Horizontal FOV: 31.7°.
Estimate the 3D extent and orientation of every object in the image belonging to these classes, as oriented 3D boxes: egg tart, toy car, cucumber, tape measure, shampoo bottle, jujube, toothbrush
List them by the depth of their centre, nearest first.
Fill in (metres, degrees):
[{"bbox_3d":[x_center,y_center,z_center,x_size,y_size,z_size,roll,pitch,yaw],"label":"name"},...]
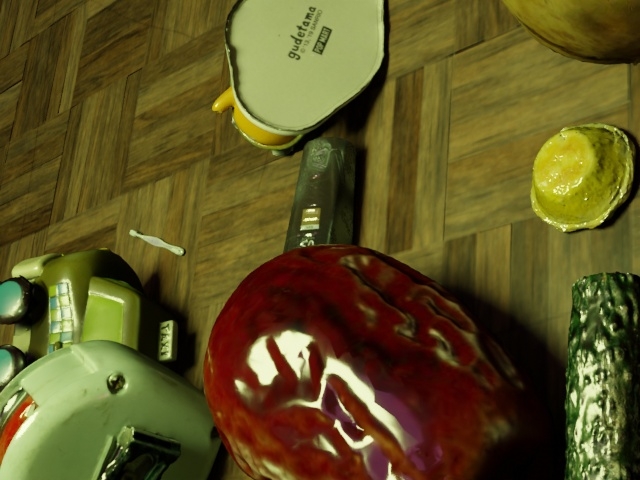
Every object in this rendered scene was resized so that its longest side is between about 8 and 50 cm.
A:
[{"bbox_3d":[0.206,0.169,0.804,0.067,0.067,0.294,-14,63,46],"label":"cucumber"},{"bbox_3d":[0.039,0.131,0.922,0.318,0.223,0.223,28,95,45],"label":"jujube"},{"bbox_3d":[0.210,-0.057,0.930,0.105,0.039,0.105,-26,52,39],"label":"egg tart"},{"bbox_3d":[0.001,0.000,1.139,0.057,0.063,0.208,-10,63,37],"label":"shampoo bottle"},{"bbox_3d":[-0.232,0.230,1.150,0.125,0.243,0.246,31,98,51],"label":"tape measure"},{"bbox_3d":[-0.253,0.126,1.309,0.198,0.204,0.248,-13,62,20],"label":"toy car"},{"bbox_3d":[-0.207,0.002,1.423,0.131,0.013,0.011,18,97,51],"label":"toothbrush"}]

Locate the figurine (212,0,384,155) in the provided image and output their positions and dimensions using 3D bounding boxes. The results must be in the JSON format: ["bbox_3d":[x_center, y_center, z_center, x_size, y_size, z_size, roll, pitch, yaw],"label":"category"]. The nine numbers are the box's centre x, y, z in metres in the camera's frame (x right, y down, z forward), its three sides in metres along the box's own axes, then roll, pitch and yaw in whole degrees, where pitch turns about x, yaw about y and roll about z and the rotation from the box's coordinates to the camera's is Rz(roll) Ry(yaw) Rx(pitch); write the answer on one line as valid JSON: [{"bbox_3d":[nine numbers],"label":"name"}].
[{"bbox_3d":[-0.021,-0.190,1.245,0.250,0.166,0.141,-57,-7,-26],"label":"figurine"}]

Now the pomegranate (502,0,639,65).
[{"bbox_3d":[0.239,-0.260,0.816,0.281,0.281,0.281,-26,54,41],"label":"pomegranate"}]
